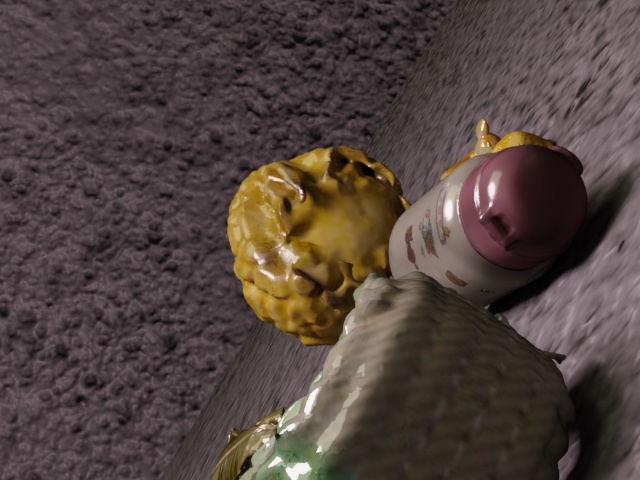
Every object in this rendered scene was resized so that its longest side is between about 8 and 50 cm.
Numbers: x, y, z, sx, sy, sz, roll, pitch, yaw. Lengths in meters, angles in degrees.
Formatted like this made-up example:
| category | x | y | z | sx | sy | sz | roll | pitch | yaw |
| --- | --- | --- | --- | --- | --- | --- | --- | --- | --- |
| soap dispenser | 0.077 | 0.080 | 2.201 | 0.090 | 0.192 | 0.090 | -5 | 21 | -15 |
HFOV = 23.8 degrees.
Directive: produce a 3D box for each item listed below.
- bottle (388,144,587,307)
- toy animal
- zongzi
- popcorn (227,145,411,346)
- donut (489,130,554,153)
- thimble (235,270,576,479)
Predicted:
| category | x | y | z | sx | sy | sz | roll | pitch | yaw |
| --- | --- | --- | --- | --- | --- | --- | --- | --- | --- |
| bottle | 0.136 | -0.011 | 1.215 | 0.110 | 0.110 | 0.233 | -59 | 5 | -20 |
| toy animal | 0.172 | -0.089 | 1.701 | 0.081 | 0.060 | 0.083 | -3 | -41 | -44 |
| zongzi | -0.074 | 0.277 | 1.546 | 0.204 | 0.094 | 0.205 | -63 | 7 | -23 |
| popcorn | 0.000 | 0.000 | 1.829 | 0.250 | 0.250 | 0.190 | -61 | -3 | -37 |
| donut | 0.188 | -0.067 | 1.491 | 0.097 | 0.043 | 0.108 | -57 | 9 | 4 |
| thimble | 0.046 | 0.129 | 0.915 | 0.219 | 0.150 | 0.219 | -56 | 0 | 0 |
